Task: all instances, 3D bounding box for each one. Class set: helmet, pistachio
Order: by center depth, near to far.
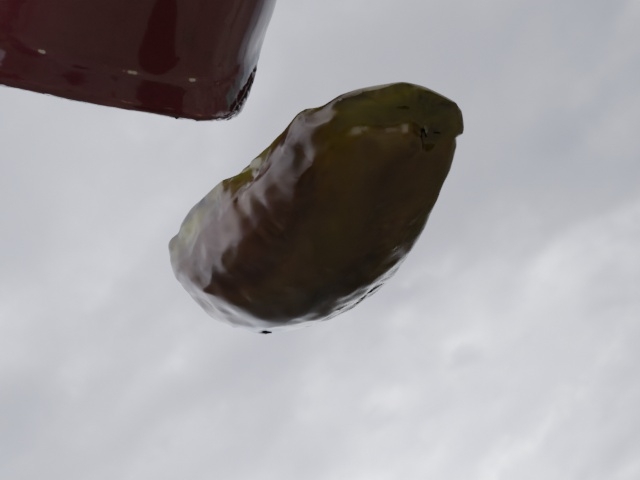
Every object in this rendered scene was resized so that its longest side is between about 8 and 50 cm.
[{"bbox_3d":[0.000,0.000,0.519,0.089,0.049,0.173,24,-42,-30],"label":"pistachio"},{"bbox_3d":[-0.104,-0.192,0.615,0.198,0.253,0.154,8,-56,-23],"label":"helmet"}]
